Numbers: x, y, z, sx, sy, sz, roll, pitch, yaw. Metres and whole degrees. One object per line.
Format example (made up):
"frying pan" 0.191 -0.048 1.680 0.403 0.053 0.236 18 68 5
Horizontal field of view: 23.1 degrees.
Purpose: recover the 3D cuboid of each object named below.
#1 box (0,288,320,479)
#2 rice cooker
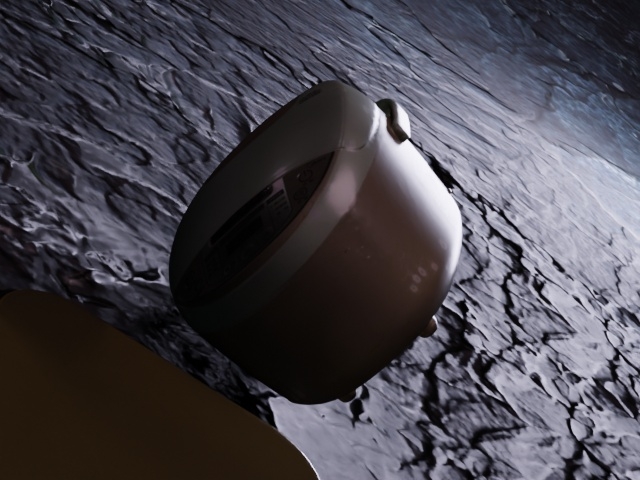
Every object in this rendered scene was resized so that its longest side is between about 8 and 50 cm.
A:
"box" -0.085 0.119 0.519 0.144 0.090 0.201 33 23 -11
"rice cooker" 0.000 0.000 0.817 0.127 0.145 0.206 47 17 -8
